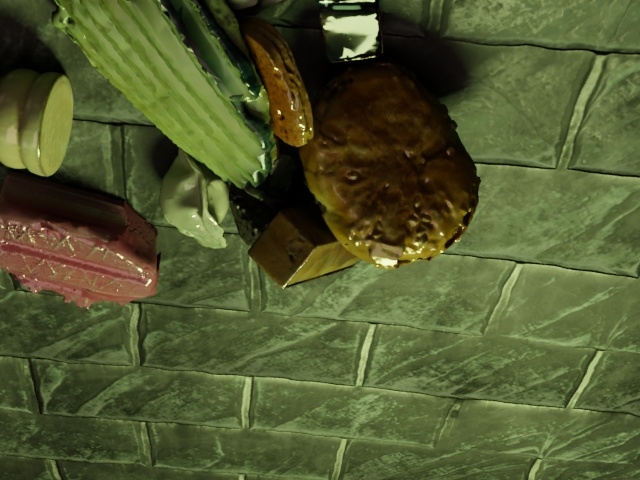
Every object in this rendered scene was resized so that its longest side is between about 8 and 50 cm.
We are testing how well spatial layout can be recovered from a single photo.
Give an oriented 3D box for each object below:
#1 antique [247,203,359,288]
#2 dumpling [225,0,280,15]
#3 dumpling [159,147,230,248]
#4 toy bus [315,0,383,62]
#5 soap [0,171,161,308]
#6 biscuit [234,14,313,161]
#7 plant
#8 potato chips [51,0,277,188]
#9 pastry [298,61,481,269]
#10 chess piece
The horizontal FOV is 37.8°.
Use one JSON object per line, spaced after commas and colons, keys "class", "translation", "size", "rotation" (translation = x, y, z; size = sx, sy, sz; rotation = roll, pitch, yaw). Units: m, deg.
{"class": "antique", "translation": [0.000, 0.000, 1.529], "size": [0.087, 0.310, 0.093], "rotation": [44, 109, 14]}
{"class": "dumpling", "translation": [-0.111, -0.368, 1.222], "size": [0.250, 0.132, 0.162], "rotation": [-14, 146, 38]}
{"class": "dumpling", "translation": [-0.204, -0.057, 1.597], "size": [0.124, 0.151, 0.229], "rotation": [-28, 148, -16]}
{"class": "toy bus", "translation": [0.023, -0.410, 1.195], "size": [0.093, 0.092, 0.409], "rotation": [-4, 139, 6]}
{"class": "soap", "translation": [-0.442, 0.012, 1.710], "size": [0.324, 0.127, 0.220], "rotation": [17, 139, -16]}
{"class": "biscuit", "translation": [-0.090, -0.209, 1.351], "size": [0.277, 0.052, 0.262], "rotation": [20, 143, 53]}
{"class": "plant", "translation": [-0.082, -0.070, 1.563], "size": [0.131, 0.142, 0.203], "rotation": [-27, 163, -13]}
{"class": "potato chips", "translation": [-0.207, -0.235, 1.333], "size": [0.358, 0.070, 0.429], "rotation": [2, 139, 50]}
{"class": "pastry", "translation": [0.098, -0.113, 1.424], "size": [0.255, 0.311, 0.162], "rotation": [-24, -175, -10]}
{"class": "chess piece", "translation": [-0.552, -0.208, 1.459], "size": [0.299, 0.167, 0.167], "rotation": [12, 140, 2]}
